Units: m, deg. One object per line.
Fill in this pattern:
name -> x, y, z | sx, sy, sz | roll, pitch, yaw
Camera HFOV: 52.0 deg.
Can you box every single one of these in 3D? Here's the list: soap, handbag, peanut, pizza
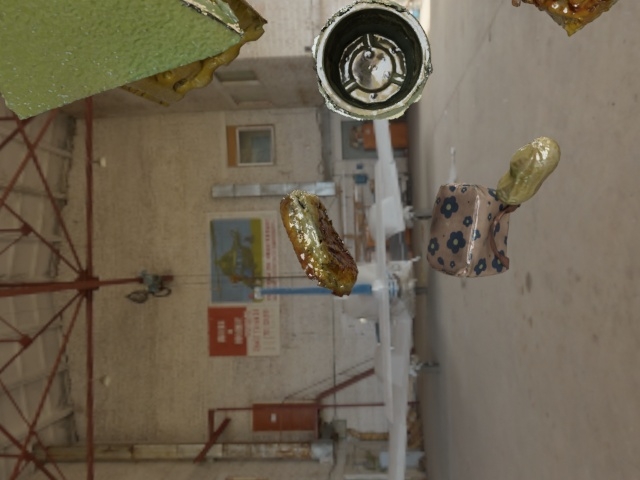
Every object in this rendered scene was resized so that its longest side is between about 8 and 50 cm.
soap -> -0.296, -0.416, 1.257 | 0.156, 0.294, 0.335 | 57, -165, 10
handbag -> 0.421, -0.023, 1.798 | 0.190, 0.193, 0.251 | 12, 94, 60
peanut -> 0.487, -0.158, 1.554 | 0.090, 0.099, 0.214 | 62, 153, 28
pizza -> 0.274, -0.333, 0.799 | 0.271, 0.056, 0.134 | 49, 158, 32

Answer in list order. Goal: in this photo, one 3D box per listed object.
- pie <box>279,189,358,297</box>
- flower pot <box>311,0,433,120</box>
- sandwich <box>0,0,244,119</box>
pie -> -0.001, 0.001, 1.551 | 0.308, 0.086, 0.308 | 59, -166, -23
flower pot -> 0.125, -0.442, 1.648 | 0.259, 0.291, 0.290 | -74, -18, -79
sandwich -> -0.234, -0.194, 0.623 | 0.212, 0.245, 0.063 | -40, 44, 34
